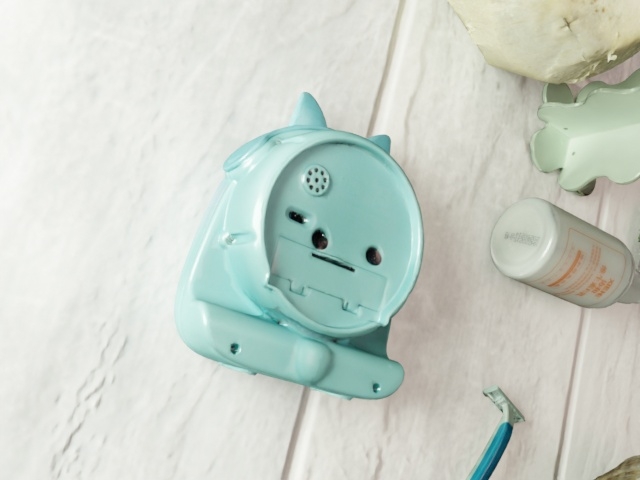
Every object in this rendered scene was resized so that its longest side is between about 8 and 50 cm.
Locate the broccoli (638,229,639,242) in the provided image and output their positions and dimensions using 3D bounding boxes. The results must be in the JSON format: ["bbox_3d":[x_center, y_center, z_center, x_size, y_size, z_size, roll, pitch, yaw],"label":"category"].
[{"bbox_3d":[0.538,-0.016,0.874,0.118,0.204,0.122,-38,92,-29],"label":"broccoli"}]

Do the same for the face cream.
[{"bbox_3d":[0.332,0.033,0.800,0.252,0.101,0.101,21,77,-29],"label":"face cream"}]

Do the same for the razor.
[{"bbox_3d":[0.177,0.262,0.729,0.068,0.037,0.191,48,65,-22],"label":"razor"}]

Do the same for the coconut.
[{"bbox_3d":[0.257,-0.302,0.703,0.245,0.247,0.244,-6,114,-13],"label":"coconut"}]

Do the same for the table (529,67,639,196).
[{"bbox_3d":[0.390,-0.144,0.787,0.167,0.198,0.166,2,86,-32],"label":"table"}]

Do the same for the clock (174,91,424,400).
[{"bbox_3d":[0.000,0.000,0.601,0.224,0.094,0.274,20,78,-30],"label":"clock"}]

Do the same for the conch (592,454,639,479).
[{"bbox_3d":[0.365,0.399,0.753,0.352,0.210,0.297,-4,87,-65],"label":"conch"}]
